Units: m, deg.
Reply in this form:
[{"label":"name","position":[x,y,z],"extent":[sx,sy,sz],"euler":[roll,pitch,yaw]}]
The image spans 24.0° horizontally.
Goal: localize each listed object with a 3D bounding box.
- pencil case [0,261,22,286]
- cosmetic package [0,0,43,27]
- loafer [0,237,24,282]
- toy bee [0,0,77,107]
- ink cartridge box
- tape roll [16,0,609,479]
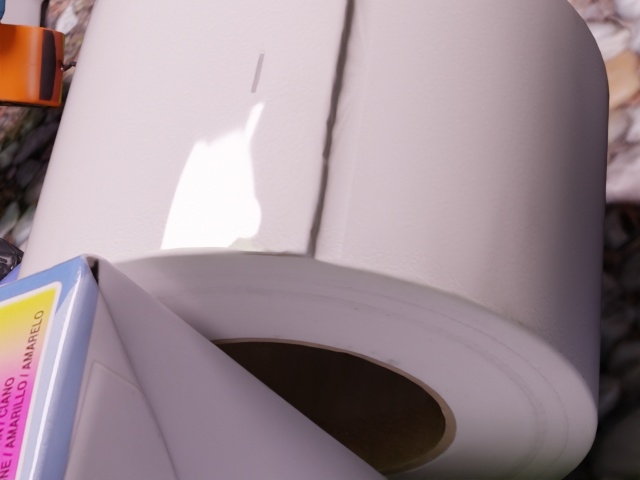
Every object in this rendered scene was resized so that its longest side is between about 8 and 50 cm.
[{"label":"pencil case","position":[-0.176,0.103,0.829],"extent":[0.306,0.133,0.119],"euler":[-40,84,12]},{"label":"cosmetic package","position":[-0.400,-0.153,1.197],"extent":[0.365,0.155,0.197],"euler":[-31,43,23]},{"label":"loafer","position":[-0.268,0.013,1.010],"extent":[0.223,0.078,0.076],"euler":[9,67,45]},{"label":"toy bee","position":[-0.238,-0.108,1.015],"extent":[0.162,0.298,0.195],"euler":[-164,99,-84]},{"label":"ink cartridge box","position":[-0.165,0.179,0.645],"extent":[0.395,0.270,0.151],"euler":[-17,48,32]},{"label":"tape roll","position":[0.000,0.000,0.652],"extent":[0.246,0.246,0.169],"euler":[-15,52,34]}]
